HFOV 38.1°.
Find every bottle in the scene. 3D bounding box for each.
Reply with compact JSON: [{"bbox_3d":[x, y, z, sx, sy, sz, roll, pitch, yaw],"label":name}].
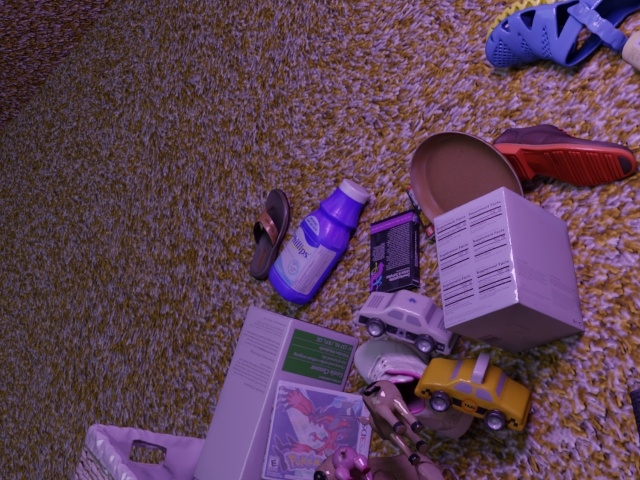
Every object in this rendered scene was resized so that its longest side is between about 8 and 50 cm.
[{"bbox_3d":[0.000,0.000,1.983,0.283,0.092,0.118,-55,40,16],"label":"bottle"}]

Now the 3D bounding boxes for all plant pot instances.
[{"bbox_3d":[0.268,-0.095,1.672,0.236,0.236,0.032,-5,27,47],"label":"plant pot"}]

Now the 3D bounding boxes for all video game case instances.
[{"bbox_3d":[-0.001,0.371,1.744,0.023,0.201,0.183,149,132,-68],"label":"video game case"}]

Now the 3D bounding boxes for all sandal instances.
[{"bbox_3d":[0.428,-0.369,1.650,0.317,0.126,0.138,-18,65,45],"label":"sandal"},{"bbox_3d":[-0.130,-0.018,2.162,0.090,0.060,0.219,13,84,50],"label":"sandal"}]

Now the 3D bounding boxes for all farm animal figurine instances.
[{"bbox_3d":[0.089,0.385,1.534,0.330,0.326,0.172,-57,40,11],"label":"farm animal figurine"}]

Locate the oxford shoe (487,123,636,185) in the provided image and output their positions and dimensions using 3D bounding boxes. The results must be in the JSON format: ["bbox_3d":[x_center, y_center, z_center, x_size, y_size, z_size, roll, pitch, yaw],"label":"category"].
[{"bbox_3d":[0.414,-0.161,1.593,0.271,0.097,0.098,9,55,38],"label":"oxford shoe"}]

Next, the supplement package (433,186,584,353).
[{"bbox_3d":[0.309,0.055,1.533,0.149,0.194,0.203,-25,55,39],"label":"supplement package"}]

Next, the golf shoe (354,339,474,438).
[{"bbox_3d":[0.144,0.248,1.678,0.306,0.140,0.115,25,94,52],"label":"golf shoe"}]

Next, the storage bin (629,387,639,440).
[{"bbox_3d":[0.531,0.232,1.261,0.180,0.122,0.084,-27,55,39],"label":"storage bin"}]

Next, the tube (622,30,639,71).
[{"bbox_3d":[0.585,-0.256,1.475,0.240,0.062,0.070,49,154,42],"label":"tube"}]

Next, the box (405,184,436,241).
[{"bbox_3d":[0.227,-0.077,1.813,0.094,0.027,0.137,-42,46,26],"label":"box"}]

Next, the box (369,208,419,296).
[{"bbox_3d":[0.148,0.028,1.856,0.116,0.029,0.162,-19,58,43],"label":"box"}]

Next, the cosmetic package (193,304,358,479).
[{"bbox_3d":[-0.088,0.335,1.855,0.155,0.197,0.365,12,84,50],"label":"cosmetic package"}]

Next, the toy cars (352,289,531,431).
[{"bbox_3d":[0.209,0.181,1.594,0.394,0.176,0.087,47,137,47],"label":"toy cars"}]

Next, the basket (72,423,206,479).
[{"bbox_3d":[-0.327,0.579,1.915,0.331,0.328,0.266,32,100,49],"label":"basket"}]
